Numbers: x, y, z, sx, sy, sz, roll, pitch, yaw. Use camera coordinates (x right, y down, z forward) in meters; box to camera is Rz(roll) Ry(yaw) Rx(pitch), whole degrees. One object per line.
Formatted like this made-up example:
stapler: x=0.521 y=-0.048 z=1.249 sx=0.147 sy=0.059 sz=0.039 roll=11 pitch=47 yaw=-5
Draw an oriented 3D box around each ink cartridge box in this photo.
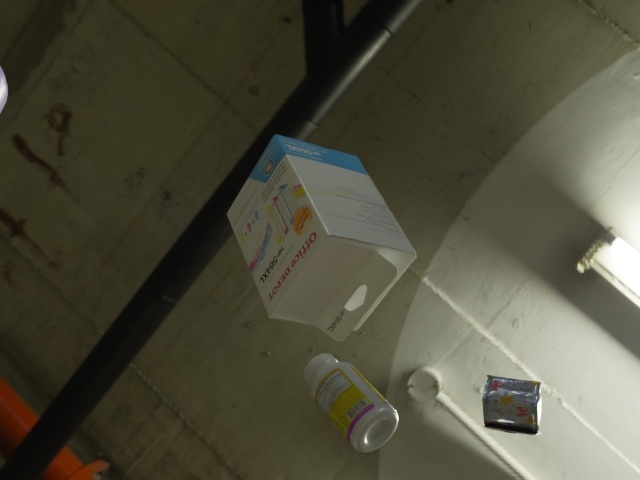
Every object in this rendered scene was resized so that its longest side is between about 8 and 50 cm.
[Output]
ink cartridge box: x=0.000 y=0.000 z=0.651 sx=0.092 sy=0.090 sz=0.143 roll=-56 pitch=-139 yaw=28

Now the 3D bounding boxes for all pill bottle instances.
pill bottle: x=0.021 y=0.126 z=0.645 sx=0.083 sy=0.043 sz=0.043 roll=42 pitch=-74 yaw=43

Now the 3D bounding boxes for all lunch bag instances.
lunch bag: x=0.242 y=0.216 z=1.021 sx=0.071 sy=0.053 sz=0.083 roll=6 pitch=-46 yaw=18

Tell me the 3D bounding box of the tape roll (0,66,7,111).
tape roll: x=-0.434 y=-0.161 z=0.844 sx=0.189 sy=0.189 sz=0.080 roll=1 pitch=-123 yaw=17
